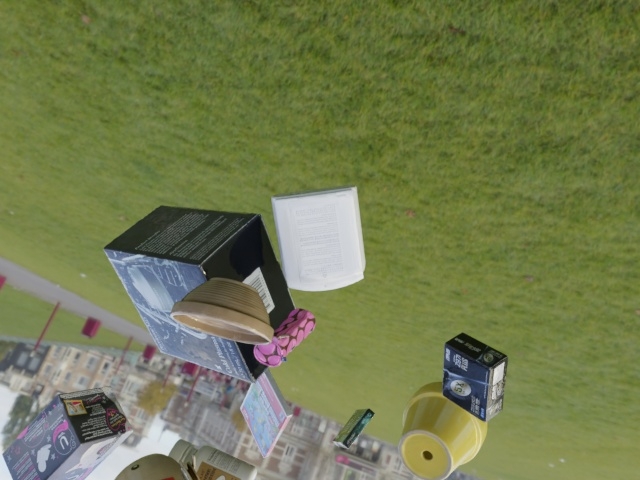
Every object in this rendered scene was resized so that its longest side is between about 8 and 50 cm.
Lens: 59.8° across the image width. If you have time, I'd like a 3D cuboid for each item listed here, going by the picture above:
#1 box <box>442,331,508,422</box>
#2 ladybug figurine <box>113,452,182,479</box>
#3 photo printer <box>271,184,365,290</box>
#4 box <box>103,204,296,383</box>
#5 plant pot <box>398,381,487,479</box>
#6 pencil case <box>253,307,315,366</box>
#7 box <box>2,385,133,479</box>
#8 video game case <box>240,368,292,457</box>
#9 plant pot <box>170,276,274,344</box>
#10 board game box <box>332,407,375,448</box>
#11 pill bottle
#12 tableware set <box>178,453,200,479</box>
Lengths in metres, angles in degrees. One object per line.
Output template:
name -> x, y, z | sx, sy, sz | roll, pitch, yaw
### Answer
box -> 0.404, 0.359, 1.467 | 0.147, 0.077, 0.180 | 27, 129, 46
ladybug figurine -> -0.406, 0.734, 1.314 | 0.305, 0.449, 0.162 | -42, 145, 21
photo printer -> 0.000, 0.000, 1.669 | 0.256, 0.307, 0.107 | -8, -166, 3
box -> -0.380, 0.162, 1.856 | 0.472, 0.297, 0.480 | 7, 128, 37
plant pot -> 0.354, 0.593, 1.686 | 0.254, 0.254, 0.239 | 12, -162, 26
pencil case -> -0.087, 0.253, 1.489 | 0.095, 0.098, 0.209 | 26, -152, 14
box -> -0.603, 0.487, 1.336 | 0.142, 0.247, 0.163 | 53, -162, 22
video game case -> -0.190, 0.580, 1.892 | 0.025, 0.204, 0.285 | -10, 140, -34
plant pot -> -0.213, 0.155, 1.273 | 0.237, 0.110, 0.237 | 12, 159, 4
board game box -> 0.096, 0.558, 1.655 | 0.026, 0.126, 0.186 | 40, 162, 6
pill bottle -> -0.299, 0.630, 1.499 | 0.229, 0.131, 0.131 | 21, 163, 8
tableware set -> -0.250, 0.569, 1.227 | 0.194, 0.039, 0.128 | 50, 149, 24
